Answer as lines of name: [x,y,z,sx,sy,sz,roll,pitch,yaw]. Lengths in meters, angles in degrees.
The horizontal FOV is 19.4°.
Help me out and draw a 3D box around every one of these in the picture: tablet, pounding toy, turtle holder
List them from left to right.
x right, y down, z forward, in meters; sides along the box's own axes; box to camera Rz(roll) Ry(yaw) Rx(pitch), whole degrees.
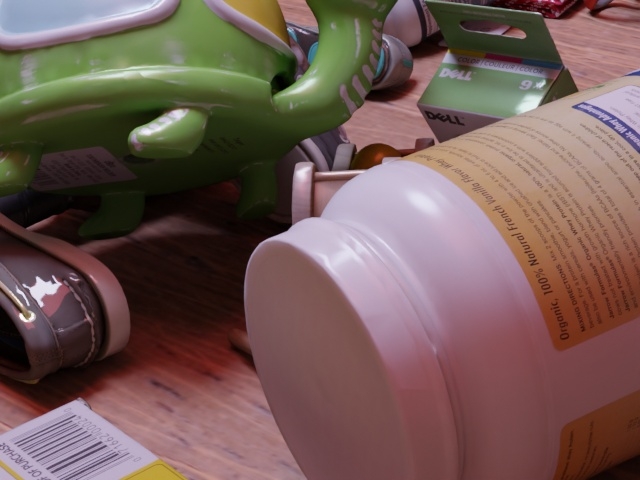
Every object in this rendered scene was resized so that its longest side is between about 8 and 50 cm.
turtle holder: [-0.122,-0.147,1.428,0.320,0.227,0.243,-18,-21,41]
pounding toy: [0.000,0.000,1.368,0.155,0.154,0.269,-3,26,11]
tablet: [0.162,-0.215,1.924,0.054,0.006,0.083,8,31,30]

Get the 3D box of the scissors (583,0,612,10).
scissors: [0.349,-0.307,1.825,0.109,0.021,0.297,-24,-11,-23]

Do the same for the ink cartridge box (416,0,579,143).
ink cartridge box: [0.148,-0.088,1.439,0.109,0.209,0.062,14,61,38]

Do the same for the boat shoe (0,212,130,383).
boat shoe: [-0.281,0.030,1.445,0.305,0.109,0.091,19,32,38]

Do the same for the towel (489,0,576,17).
towel: [0.192,-0.301,2.062,0.275,0.031,0.199,11,32,34]

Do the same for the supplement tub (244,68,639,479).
supplement tub: [0.134,0.037,1.167,0.316,0.228,0.228,-21,28,-24]

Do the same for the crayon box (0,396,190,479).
crayon box: [-0.222,0.218,1.077,0.318,0.081,0.202,-23,29,-29]

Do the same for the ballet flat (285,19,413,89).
ballet flat: [-0.005,-0.180,1.854,0.213,0.072,0.068,10,5,31]

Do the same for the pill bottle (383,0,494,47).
pill bottle: [0.096,-0.259,1.905,0.180,0.108,0.108,-29,30,-12]

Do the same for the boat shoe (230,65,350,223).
boat shoe: [-0.095,-0.152,1.602,0.112,0.335,0.095,-43,-8,26]

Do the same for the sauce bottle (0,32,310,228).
sauce bottle: [-0.162,-0.095,1.658,0.344,0.111,0.111,-26,31,-35]
